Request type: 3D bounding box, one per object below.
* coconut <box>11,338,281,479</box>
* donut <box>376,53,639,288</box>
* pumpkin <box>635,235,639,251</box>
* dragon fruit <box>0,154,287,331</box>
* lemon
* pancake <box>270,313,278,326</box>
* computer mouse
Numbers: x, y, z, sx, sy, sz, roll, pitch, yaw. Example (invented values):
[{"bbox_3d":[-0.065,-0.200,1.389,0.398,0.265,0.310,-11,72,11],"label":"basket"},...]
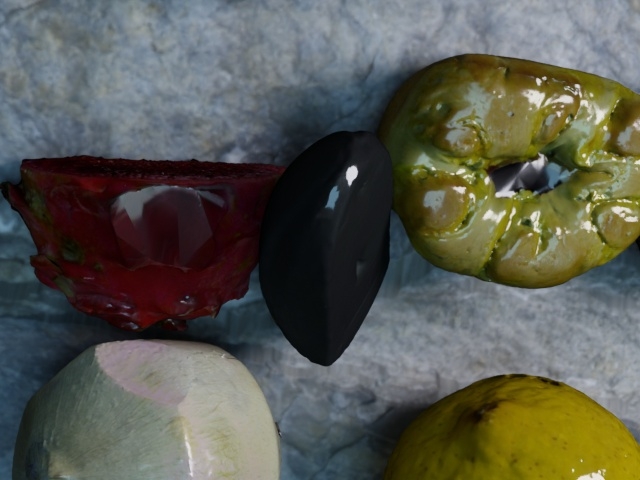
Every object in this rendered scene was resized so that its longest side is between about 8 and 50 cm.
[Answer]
[{"bbox_3d":[-0.159,0.199,0.868,0.230,0.227,0.227,8,107,-53],"label":"coconut"},{"bbox_3d":[0.177,-0.066,0.933,0.261,0.128,0.208,13,103,-16],"label":"donut"},{"bbox_3d":[0.412,-0.058,0.977,0.219,0.162,0.219,2,129,2],"label":"pumpkin"},{"bbox_3d":[-0.151,-0.006,0.876,0.261,0.189,0.163,2,74,-10],"label":"dragon fruit"},{"bbox_3d":[0.191,0.268,0.958,0.293,0.293,0.293,-3,106,-12],"label":"lemon"},{"bbox_3d":[-0.001,0.048,0.982,0.108,0.017,0.108,-5,109,-13],"label":"pancake"},{"bbox_3d":[0.000,0.000,0.860,0.086,0.270,0.137,24,62,17],"label":"computer mouse"}]
